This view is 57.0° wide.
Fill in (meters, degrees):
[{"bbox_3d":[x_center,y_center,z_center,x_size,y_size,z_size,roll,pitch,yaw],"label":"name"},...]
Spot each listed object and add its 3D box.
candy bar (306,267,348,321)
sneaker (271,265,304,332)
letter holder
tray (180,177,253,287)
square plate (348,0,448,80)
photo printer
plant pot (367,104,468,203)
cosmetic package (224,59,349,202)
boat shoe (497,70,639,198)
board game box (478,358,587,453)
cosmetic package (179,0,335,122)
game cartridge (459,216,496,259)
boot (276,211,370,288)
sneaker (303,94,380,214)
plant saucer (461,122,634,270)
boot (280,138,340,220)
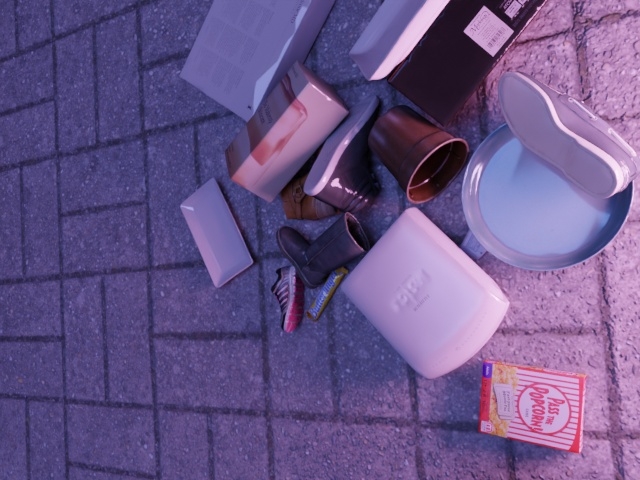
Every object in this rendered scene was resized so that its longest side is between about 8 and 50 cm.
[{"bbox_3d":[0.014,0.126,1.429,0.040,0.018,0.161,38,105,26],"label":"candy bar"},{"bbox_3d":[-0.086,0.140,1.462,0.075,0.063,0.170,1,84,30],"label":"sneaker"},{"bbox_3d":[0.288,-0.413,1.234,0.152,0.214,0.302,36,106,-7],"label":"letter holder"},{"bbox_3d":[-0.278,-0.021,1.595,0.145,0.030,0.270,-34,72,23],"label":"tray"},{"bbox_3d":[0.194,-0.494,1.225,0.049,0.347,0.344,32,109,-18],"label":"square plate"},{"bbox_3d":[0.223,0.121,1.258,0.307,0.107,0.256,48,110,23],"label":"photo printer"},{"bbox_3d":[0.199,-0.193,1.264,0.167,0.167,0.165,-52,58,18],"label":"plant pot"},{"bbox_3d":[-0.088,-0.258,1.410,0.296,0.129,0.153,-47,33,19],"label":"cosmetic package"},{"bbox_3d":[0.463,-0.212,1.112,0.319,0.099,0.116,55,156,28],"label":"boat shoe"},{"bbox_3d":[0.420,0.325,1.173,0.194,0.045,0.146,3,90,30],"label":"board game box"},{"bbox_3d":[-0.168,-0.519,1.513,0.284,0.097,0.377,38,106,27],"label":"cosmetic package"},{"bbox_3d":[0.337,-0.004,1.251,0.056,0.017,0.083,33,104,30],"label":"game cartridge"},{"bbox_3d":[0.001,-0.002,1.376,0.189,0.076,0.208,53,137,9],"label":"boot"},{"bbox_3d":[0.086,-0.189,1.363,0.105,0.147,0.295,-1,55,57],"label":"sneaker"},{"bbox_3d":[0.442,-0.097,1.169,0.318,0.044,0.317,-3,84,28],"label":"plant saucer"},{"bbox_3d":[-0.030,-0.146,1.436,0.152,0.073,0.197,-6,83,34],"label":"boot"}]
